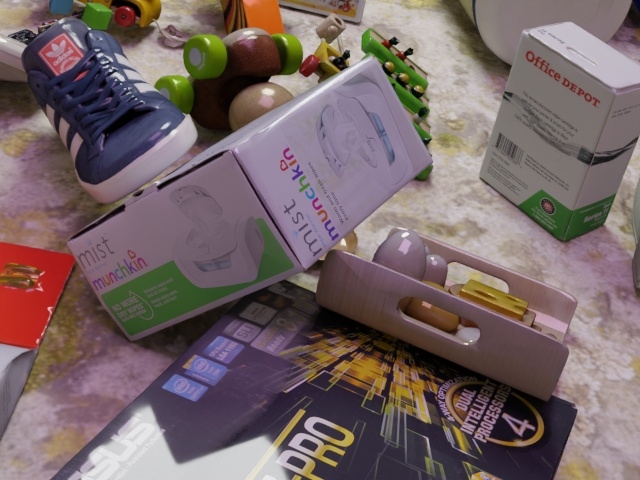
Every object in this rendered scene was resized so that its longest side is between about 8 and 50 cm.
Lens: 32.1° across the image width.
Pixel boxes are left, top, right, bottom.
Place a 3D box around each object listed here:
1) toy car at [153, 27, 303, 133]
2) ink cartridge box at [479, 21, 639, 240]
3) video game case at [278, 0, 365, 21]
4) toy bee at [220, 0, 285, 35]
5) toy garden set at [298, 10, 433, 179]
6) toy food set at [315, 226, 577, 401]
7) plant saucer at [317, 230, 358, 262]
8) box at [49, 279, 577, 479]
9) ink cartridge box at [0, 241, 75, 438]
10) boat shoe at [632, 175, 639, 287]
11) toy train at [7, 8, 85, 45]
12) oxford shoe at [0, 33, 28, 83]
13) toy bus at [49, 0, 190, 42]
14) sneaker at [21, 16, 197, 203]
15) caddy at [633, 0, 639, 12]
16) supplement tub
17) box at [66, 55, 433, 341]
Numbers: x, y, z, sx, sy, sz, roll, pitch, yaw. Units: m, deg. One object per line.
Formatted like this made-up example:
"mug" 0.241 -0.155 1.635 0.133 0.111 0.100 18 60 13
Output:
"toy car" -0.079 -0.142 1.324 0.155 0.149 0.188 -12 67 -45
"ink cartridge box" 0.289 -0.131 1.312 0.086 0.208 0.153 -19 47 -33
"video game case" -0.028 -0.445 1.628 0.226 0.206 0.026 14 25 2
"toy bee" -0.108 -0.395 1.560 0.195 0.299 0.162 14 -8 -21
"toy garden set" 0.070 -0.215 1.411 0.203 0.049 0.244 35 32 -22
"toy food set" 0.137 0.046 1.066 0.219 0.092 0.306 22 11 12
"plant saucer" 0.000 0.000 1.229 0.083 0.015 0.083 7 38 -5
"box" 0.009 0.194 0.878 0.318 0.097 0.395 21 29 16
"ink cartridge box" -0.410 0.077 0.965 0.308 0.091 0.385 11 39 -1
"boat shoe" 0.419 -0.034 1.317 0.079 0.095 0.255 14 39 5
"toy train" -0.355 -0.280 1.481 0.036 0.027 0.158 24 38 32
"oxford shoe" -0.535 -0.223 1.293 0.449 0.130 0.169 10 2 -21
"toy bus" -0.282 -0.364 1.508 0.202 0.104 0.191 1 31 -40
"sneaker" -0.239 -0.151 1.162 0.131 0.148 0.350 -37 27 -10
"caddy" 0.533 -0.494 1.745 0.241 0.341 0.179 9 51 -18
"supplement tub" 0.304 -0.429 1.669 0.235 0.236 0.325 -1 40 -15
"box" -0.069 -0.040 1.051 0.231 0.262 0.127 -41 103 -46
